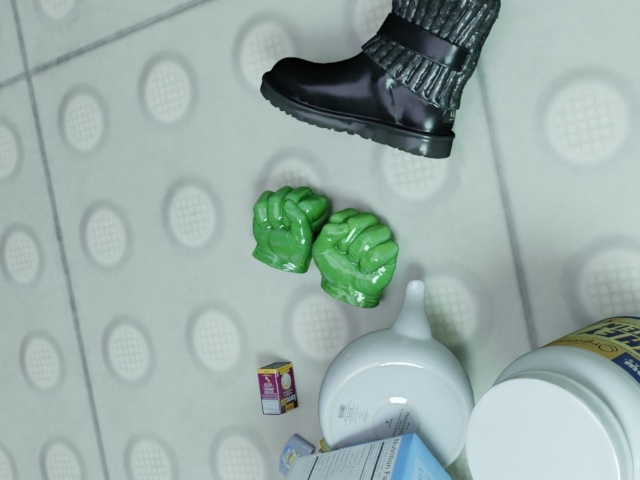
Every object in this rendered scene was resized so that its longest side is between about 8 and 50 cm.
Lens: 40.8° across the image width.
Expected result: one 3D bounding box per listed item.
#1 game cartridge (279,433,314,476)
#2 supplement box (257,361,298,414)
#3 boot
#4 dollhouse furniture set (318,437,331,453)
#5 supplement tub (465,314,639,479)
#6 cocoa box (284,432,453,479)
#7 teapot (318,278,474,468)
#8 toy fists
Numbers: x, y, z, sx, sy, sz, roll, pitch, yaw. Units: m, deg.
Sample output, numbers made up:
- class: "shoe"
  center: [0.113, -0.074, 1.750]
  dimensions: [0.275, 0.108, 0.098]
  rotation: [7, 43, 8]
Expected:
- class: "game cartridge"
  center: [-0.045, 0.395, 1.553]
  dimensions: [0.056, 0.017, 0.083]
  rotation: [29, 111, 31]
- class: "supplement box"
  center: [-0.076, 0.263, 1.532]
  dimensions: [0.043, 0.055, 0.083]
  rotation: [-6, 94, 33]
- class: "boot"
  center: [0.083, -0.295, 1.308]
  dimensions: [0.347, 0.131, 0.260]
  rotation: [20, 114, 19]
- class: "dollhouse furniture set"
  center: [0.051, 0.384, 1.463]
  dimensions: [0.151, 0.058, 0.076]
  rotation: [42, 116, 22]
- class: "supplement tub"
  center: [0.347, 0.229, 1.081]
  dimensions: [0.228, 0.316, 0.228]
  rotation: [8, 103, 41]
- class: "cocoa box"
  center: [0.108, 0.482, 1.220]
  dimensions: [0.228, 0.231, 0.347]
  rotation: [-21, 118, 32]
- class: "teapot"
  center: [0.115, 0.239, 1.336]
  dimensions: [0.256, 0.187, 0.252]
  rotation: [-32, 105, 14]
- class: "toy fists"
  center: [0.000, 0.000, 1.426]
  dimensions: [0.279, 0.096, 0.142]
  rotation: [24, 108, 30]
